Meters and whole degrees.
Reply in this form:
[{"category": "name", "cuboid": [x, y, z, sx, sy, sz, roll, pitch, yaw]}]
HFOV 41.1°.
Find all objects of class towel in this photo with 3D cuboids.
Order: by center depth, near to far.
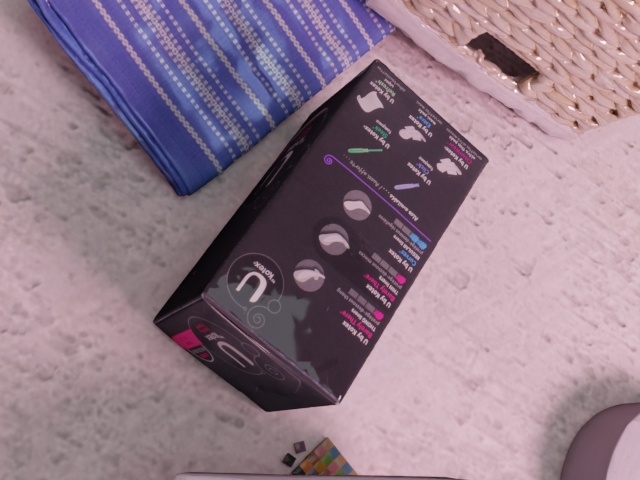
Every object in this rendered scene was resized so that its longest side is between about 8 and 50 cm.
[{"category": "towel", "cuboid": [-0.080, -0.231, 0.815, 0.336, 0.040, 0.243, -42, 108, -21]}]

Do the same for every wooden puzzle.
[{"category": "wooden puzzle", "cuboid": [0.004, 0.218, 0.795, 0.049, 0.006, 0.083, -39, 94, -27]}]

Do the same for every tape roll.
[{"category": "tape roll", "cuboid": [0.363, 0.281, 0.904, 0.219, 0.072, 0.219, 6, 75, -23]}]

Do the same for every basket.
[{"category": "basket", "cuboid": [0.275, -0.333, 0.876, 0.328, 0.266, 0.331, 27, 69, -29]}]

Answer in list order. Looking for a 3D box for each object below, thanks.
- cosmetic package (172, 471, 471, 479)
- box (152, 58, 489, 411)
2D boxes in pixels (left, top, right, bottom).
[{"category": "cosmetic package", "cuboid": [0.000, 0.404, 0.619, 0.230, 0.161, 0.454, 0, 75, 1]}, {"category": "box", "cuboid": [0.000, 0.000, 0.759, 0.143, 0.165, 0.270, 40, 64, -11]}]
